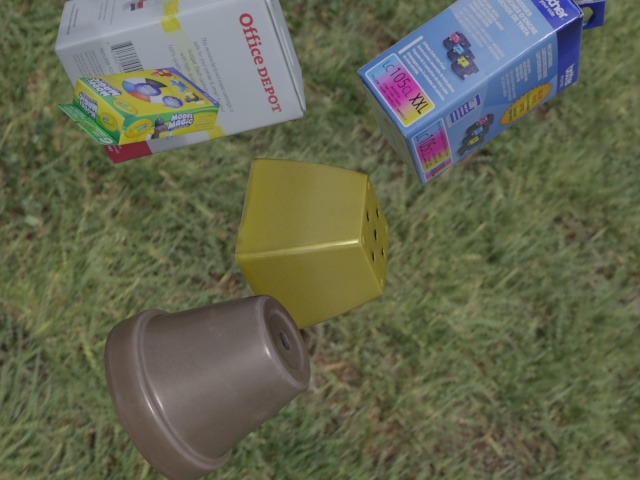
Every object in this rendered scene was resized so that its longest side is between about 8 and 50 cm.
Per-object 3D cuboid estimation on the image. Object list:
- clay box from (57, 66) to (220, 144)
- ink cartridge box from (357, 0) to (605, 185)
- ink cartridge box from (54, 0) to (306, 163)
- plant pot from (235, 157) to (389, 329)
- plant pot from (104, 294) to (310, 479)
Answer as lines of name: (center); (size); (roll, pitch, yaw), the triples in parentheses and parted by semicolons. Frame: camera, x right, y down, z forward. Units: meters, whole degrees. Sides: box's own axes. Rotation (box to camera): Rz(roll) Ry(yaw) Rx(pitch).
clay box: (-0.282, -0.211, 1.825); (0.222, 0.053, 0.127); (-15, 45, -45)
ink cartridge box: (0.275, -0.288, 1.907); (0.151, 0.395, 0.270); (54, 0, 18)
ink cartridge box: (-0.244, -0.328, 2.135); (0.385, 0.279, 0.160); (-12, 42, 8)
plant pot: (0.000, 0.000, 1.864); (0.212, 0.187, 0.212); (65, 24, -47)
plant pot: (-0.144, 0.192, 1.699); (0.263, 0.229, 0.263); (56, 18, -29)
